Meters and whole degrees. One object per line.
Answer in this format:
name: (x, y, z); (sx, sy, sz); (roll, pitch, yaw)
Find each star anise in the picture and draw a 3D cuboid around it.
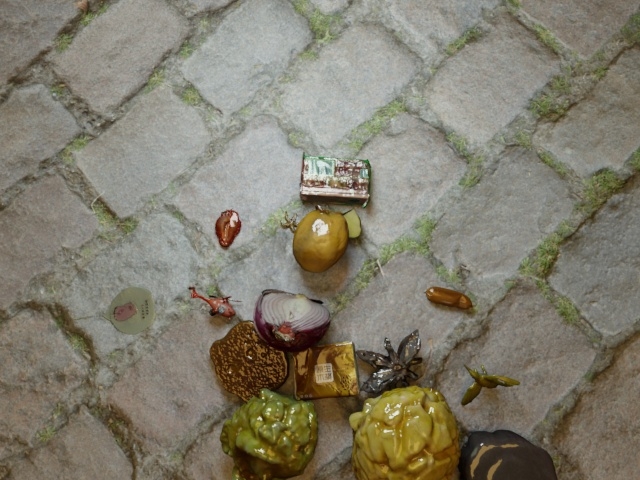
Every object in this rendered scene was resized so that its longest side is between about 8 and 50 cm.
star anise: (0.248, 0.442, 1.475); (0.257, 0.110, 0.199); (-17, 92, 1)

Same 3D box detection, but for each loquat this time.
loquat: (0.000, 0.000, 1.495); (0.193, 0.238, 0.239); (18, 82, -3)

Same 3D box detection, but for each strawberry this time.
strawberry: (-0.354, -0.051, 1.597); (0.103, 0.048, 0.152); (3, 78, 5)

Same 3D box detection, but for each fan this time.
fan: (-0.772, 0.272, 1.572); (0.309, 0.010, 0.183); (-9, 81, -1)

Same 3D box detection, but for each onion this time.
onion: (-0.117, 0.304, 1.407); (0.266, 0.349, 0.159); (17, 106, 7)

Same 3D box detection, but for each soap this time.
soap: (0.055, -0.232, 1.591); (0.272, 0.098, 0.218); (4, 81, 2)

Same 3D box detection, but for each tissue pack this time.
tissue pack: (0.018, 0.456, 1.473); (0.225, 0.092, 0.184); (-8, 77, 8)

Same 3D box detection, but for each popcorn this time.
popcorn: (0.265, 0.643, 1.307); (0.343, 0.390, 0.355); (0, 69, -13)
popcorn: (-0.153, 0.636, 1.373); (0.278, 0.335, 0.275); (7, 53, -33)

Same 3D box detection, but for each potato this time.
potato: (0.112, -0.059, 1.580); (0.096, 0.066, 0.103); (-23, 90, 21)

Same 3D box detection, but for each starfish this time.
starfish: (-0.114, -0.073, 1.605); (0.078, 0.028, 0.091); (-30, 79, -9)

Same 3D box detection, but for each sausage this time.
sausage: (0.466, 0.207, 1.535); (0.182, 0.054, 0.062); (12, 113, 1)

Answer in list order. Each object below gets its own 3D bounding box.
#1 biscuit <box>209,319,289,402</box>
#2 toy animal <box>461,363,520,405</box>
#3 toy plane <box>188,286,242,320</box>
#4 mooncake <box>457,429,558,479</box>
biscuit: (-0.251, 0.434, 1.515); (0.257, 0.049, 0.273); (-36, 80, -2)
toy animal: (0.554, 0.480, 1.472); (0.219, 0.095, 0.155); (-44, 82, 26)
toy plane: (-0.378, 0.222, 1.502); (0.126, 0.194, 0.077); (-6, 57, 24)
mooncake: (0.610, 0.775, 1.390); (0.305, 0.154, 0.307); (0, 82, 0)
